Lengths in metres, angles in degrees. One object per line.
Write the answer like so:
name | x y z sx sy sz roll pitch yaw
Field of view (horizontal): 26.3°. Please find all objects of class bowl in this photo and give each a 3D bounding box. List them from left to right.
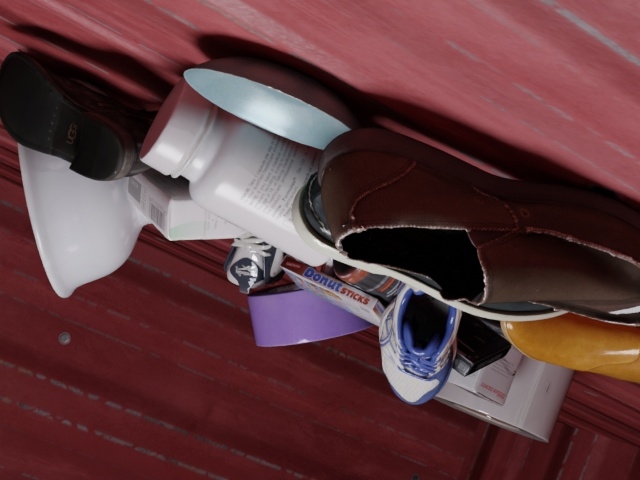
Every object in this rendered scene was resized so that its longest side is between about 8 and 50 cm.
bowl | -0.289 -0.082 1.753 0.134 0.298 0.298 -9 172 0

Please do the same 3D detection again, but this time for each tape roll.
tape roll | -0.014 0.105 2.103 0.189 0.080 0.189 -9 -177 0
tape roll | 0.337 0.252 2.535 0.246 0.169 0.246 22 172 3

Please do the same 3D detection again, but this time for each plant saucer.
plant saucer | -0.037 -0.138 1.324 0.195 0.037 0.195 21 173 3

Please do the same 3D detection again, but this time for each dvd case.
dvd case | 0.152 0.105 1.998 0.239 0.029 0.179 36 -161 19

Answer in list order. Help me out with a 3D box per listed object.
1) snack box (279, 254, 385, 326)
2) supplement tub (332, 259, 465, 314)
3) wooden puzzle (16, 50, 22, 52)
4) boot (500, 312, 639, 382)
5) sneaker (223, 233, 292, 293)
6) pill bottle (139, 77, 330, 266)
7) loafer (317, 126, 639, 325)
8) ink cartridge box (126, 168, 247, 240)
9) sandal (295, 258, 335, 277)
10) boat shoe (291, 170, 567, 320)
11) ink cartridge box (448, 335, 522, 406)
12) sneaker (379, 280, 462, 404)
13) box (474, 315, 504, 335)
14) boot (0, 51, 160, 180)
snack box | 0.022 0.074 1.937 0.178 0.022 0.064 25 164 37
supplement tub | 0.122 0.042 1.897 0.198 0.106 0.106 26 172 -26
wooden puzzle | -0.380 -0.213 1.754 0.006 0.049 0.083 -7 171 0
boot | 0.402 0.132 1.816 0.295 0.104 0.211 21 169 -37
sneaker | -0.101 0.001 2.067 0.094 0.153 0.235 18 172 20
pill bottle | -0.071 -0.078 1.479 0.229 0.131 0.131 28 171 -16
loafer | 0.163 0.018 1.277 0.366 0.130 0.134 17 144 -5
ink cartridge box | -0.100 -0.050 1.633 0.225 0.056 0.181 1 -164 -24
sandal | -0.004 0.010 2.053 0.076 0.102 0.265 19 175 0
boat shoe | 0.147 -0.013 1.404 0.340 0.127 0.113 20 146 -12
ink cartridge box | 0.286 0.191 2.310 0.063 0.150 0.109 16 170 40
sneaker | 0.126 0.123 1.798 0.112 0.131 0.296 12 130 8
box | 0.341 0.130 2.073 0.233 0.059 0.183 16 170 46
boot | -0.229 -0.134 1.606 0.263 0.091 0.229 37 -156 29
